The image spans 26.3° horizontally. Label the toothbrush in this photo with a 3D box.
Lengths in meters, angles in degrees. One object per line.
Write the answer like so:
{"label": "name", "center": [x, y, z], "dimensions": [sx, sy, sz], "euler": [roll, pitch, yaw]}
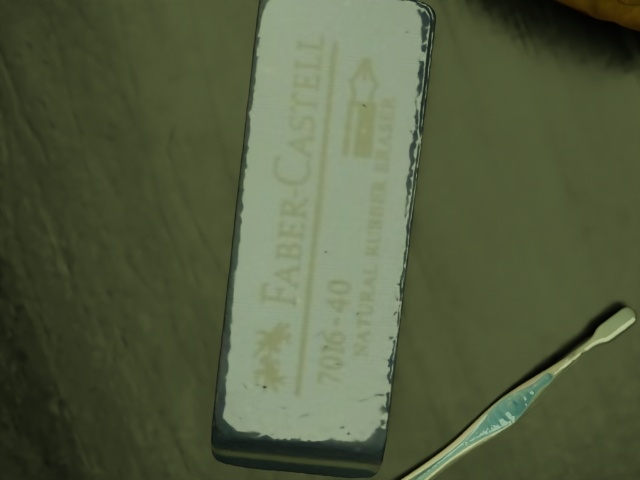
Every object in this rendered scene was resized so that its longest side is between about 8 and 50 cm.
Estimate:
{"label": "toothbrush", "center": [0.082, 0.083, 0.638], "dimensions": [0.162, 0.017, 0.014], "euler": [-38, 70, 3]}

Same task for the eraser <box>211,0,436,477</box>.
{"label": "eraser", "center": [0.000, 0.000, 0.628], "dimensions": [0.082, 0.036, 0.225], "euler": [7, 93, 0]}

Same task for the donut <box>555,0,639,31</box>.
{"label": "donut", "center": [0.161, -0.223, 0.553], "dimensions": [0.277, 0.108, 0.278], "euler": [3, 106, 10]}
